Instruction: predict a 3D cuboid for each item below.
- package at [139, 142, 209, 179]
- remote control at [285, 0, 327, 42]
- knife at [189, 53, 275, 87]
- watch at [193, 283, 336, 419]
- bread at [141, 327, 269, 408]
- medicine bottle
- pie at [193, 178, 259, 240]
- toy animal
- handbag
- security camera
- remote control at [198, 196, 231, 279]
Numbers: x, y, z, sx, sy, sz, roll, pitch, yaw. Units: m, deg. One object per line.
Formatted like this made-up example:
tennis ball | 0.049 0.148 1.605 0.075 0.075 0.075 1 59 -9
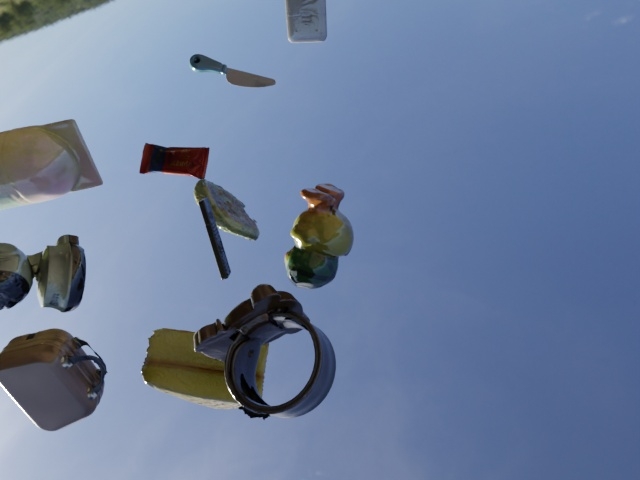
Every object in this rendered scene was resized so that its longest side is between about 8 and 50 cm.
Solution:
package | -0.370 -0.201 1.373 0.200 0.022 0.083 8 -99 22
remote control | -0.038 -0.607 1.312 0.103 0.250 0.034 -1 -145 5
knife | -0.248 -0.464 1.527 0.032 0.244 0.058 124 -19 -67
watch | -0.139 0.340 1.525 0.335 0.314 0.327 -30 -120 4
bread | -0.397 0.429 1.856 0.245 0.361 0.233 -17 -123 39
medicine bottle | -0.906 -0.230 1.687 0.406 0.236 0.236 -11 -143 5
pie | -0.330 -0.105 1.932 0.067 0.302 0.302 -42 -147 12
toy animal | 0.002 0.002 1.699 0.191 0.338 0.216 21 -159 16
handbag | -0.765 0.401 1.613 0.283 0.302 0.149 -19 -153 7
security camera | -0.790 0.094 1.457 0.197 0.277 0.191 -59 -141 33
remote control | -0.306 -0.005 1.590 0.025 0.245 0.063 -13 -167 8
